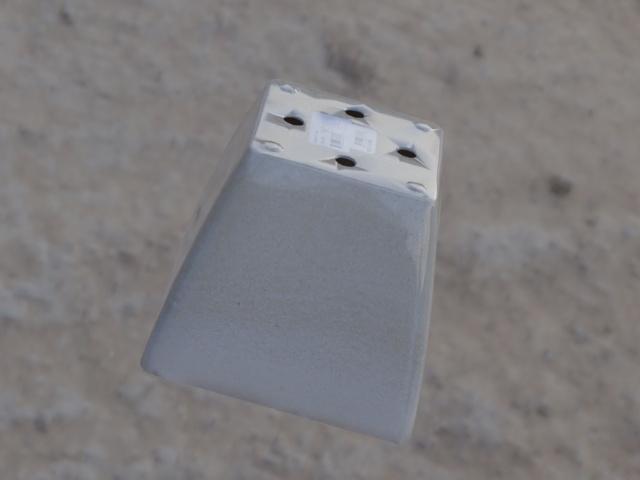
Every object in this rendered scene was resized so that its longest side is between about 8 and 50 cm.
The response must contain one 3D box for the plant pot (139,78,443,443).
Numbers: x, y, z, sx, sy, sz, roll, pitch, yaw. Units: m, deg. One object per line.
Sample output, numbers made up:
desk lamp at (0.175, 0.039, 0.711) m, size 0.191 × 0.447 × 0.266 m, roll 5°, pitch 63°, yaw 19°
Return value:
plant pot at (0.000, 0.000, 0.785) m, size 0.109 × 0.096 × 0.109 m, roll 17°, pitch 28°, yaw -2°
